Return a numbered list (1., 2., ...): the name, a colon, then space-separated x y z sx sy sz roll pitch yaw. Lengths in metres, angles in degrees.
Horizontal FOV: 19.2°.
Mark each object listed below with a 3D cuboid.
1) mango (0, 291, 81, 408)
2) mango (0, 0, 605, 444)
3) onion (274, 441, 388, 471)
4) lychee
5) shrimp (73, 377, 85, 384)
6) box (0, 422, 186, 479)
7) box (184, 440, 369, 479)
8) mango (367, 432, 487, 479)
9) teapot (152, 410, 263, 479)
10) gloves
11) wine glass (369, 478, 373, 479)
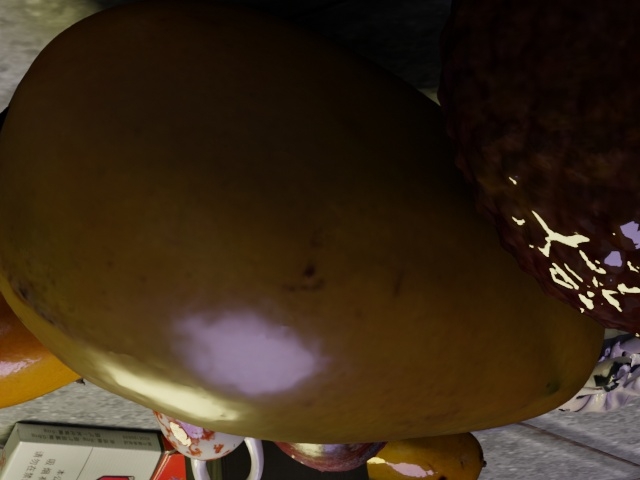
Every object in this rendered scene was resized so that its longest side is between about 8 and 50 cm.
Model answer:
1. mango: -0.263 0.082 1.602 0.219 0.112 0.145 -13 162 -8
2. mango: 0.000 0.000 1.143 0.445 0.232 0.300 16 -165 -40
3. onion: -0.012 0.118 1.696 0.194 0.159 0.159 22 169 20
4. lychee: 0.185 -0.075 1.008 0.260 0.261 0.260 -3 161 -1
5. shrimp: -0.305 0.108 1.762 0.251 0.052 0.143 10 169 -14
6. box: -0.254 0.270 2.169 0.245 0.035 0.139 10 130 -29
7. box: -0.053 0.215 1.947 0.148 0.155 0.231 -2 160 -14
8. mango: 0.109 0.245 2.164 0.178 0.090 0.115 20 159 -33
9. teapot: -0.100 0.116 1.599 0.116 0.246 0.159 -14 -163 -1
10. gloves: 0.298 0.124 1.819 0.127 0.111 0.212 36 146 -25
11. wine glass: -0.024 0.302 2.222 0.143 0.143 0.321 -12 159 22
